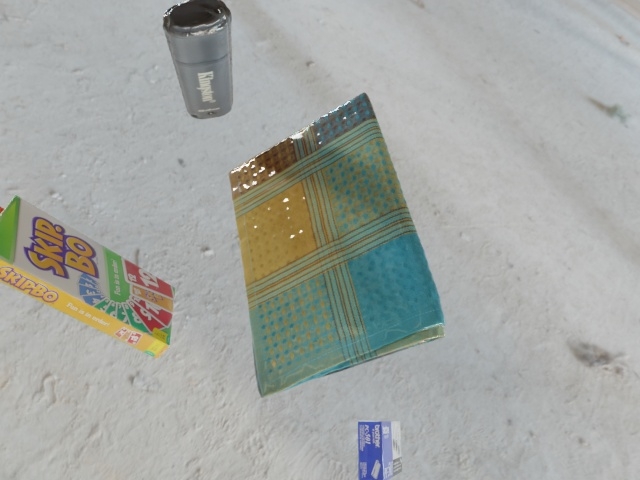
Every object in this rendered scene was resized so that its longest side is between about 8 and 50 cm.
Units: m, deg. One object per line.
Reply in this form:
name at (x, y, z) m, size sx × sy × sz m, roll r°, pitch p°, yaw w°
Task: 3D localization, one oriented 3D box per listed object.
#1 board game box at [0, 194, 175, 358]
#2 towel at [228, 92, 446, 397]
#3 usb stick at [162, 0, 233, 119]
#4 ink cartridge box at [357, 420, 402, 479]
board game box at (-0.297, 0.040, 0.611) m, size 0.259 × 0.039 × 0.124 m, roll 35°, pitch 18°, yaw -28°
towel at (0.000, 0.000, 0.699) m, size 0.040 × 0.271 × 0.371 m, roll 31°, pitch 40°, yaw -55°
usb stick at (-0.154, -0.227, 0.664) m, size 0.077 × 0.278 × 0.045 m, roll -20°, pitch 87°, yaw -11°
ink cartridge box at (0.114, 0.385, 0.924) m, size 0.046 × 0.207 × 0.097 m, roll -6°, pitch 70°, yaw 17°
